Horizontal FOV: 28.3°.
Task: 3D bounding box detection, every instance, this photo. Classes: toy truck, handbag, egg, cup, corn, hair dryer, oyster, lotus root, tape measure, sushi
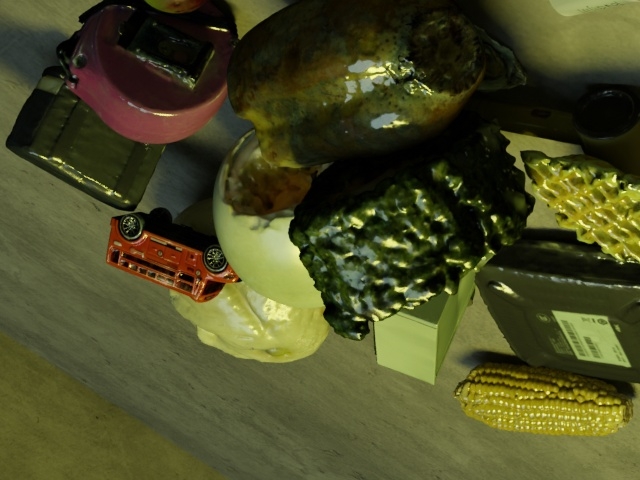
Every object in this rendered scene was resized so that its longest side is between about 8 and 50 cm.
[{"bbox_3d":[-0.232,0.028,2.141,0.253,0.114,0.107,21,-166,20],"label":"toy truck"},{"bbox_3d":[-0.387,-0.178,2.147,0.254,0.181,0.181,31,172,-27],"label":"handbag"},{"bbox_3d":[-0.019,-0.029,1.991,0.278,0.278,0.336,12,154,26],"label":"egg"},{"bbox_3d":[0.331,-0.295,1.448,0.104,0.074,0.116,8,170,-34],"label":"cup"},{"bbox_3d":[0.411,0.299,2.377,0.347,0.130,0.130,4,146,29],"label":"corn"},{"bbox_3d":[0.312,-0.150,1.715,0.279,0.090,0.135,16,155,33],"label":"hair dryer"},{"bbox_3d":[0.216,-0.245,1.678,0.098,0.037,0.100,-9,119,22],"label":"oyster"},{"bbox_3d":[0.054,-0.219,1.626,0.250,0.250,0.346,40,155,-27],"label":"lotus root"},{"bbox_3d":[-0.242,-0.266,1.817,0.245,0.231,0.149,26,154,-8],"label":"tape measure"},{"bbox_3d":[0.126,-0.039,1.668,0.294,0.352,0.178,-24,103,19],"label":"sushi"}]

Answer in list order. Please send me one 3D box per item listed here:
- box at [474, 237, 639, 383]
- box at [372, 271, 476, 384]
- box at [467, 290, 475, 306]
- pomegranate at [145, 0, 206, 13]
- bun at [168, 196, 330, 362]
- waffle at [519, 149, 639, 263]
[{"bbox_3d":[0.446,0.125,2.069,0.350,0.091,0.359,8,150,32],"label":"box"},{"bbox_3d":[0.173,0.079,2.072,0.117,0.225,0.225,19,153,14],"label":"box"},{"bbox_3d":[0.212,0.089,2.275,0.091,0.031,0.126,37,151,-21],"label":"box"},{"bbox_3d":[-0.201,-0.363,1.716,0.129,0.129,0.159,29,160,-6],"label":"pomegranate"},{"bbox_3d":[-0.152,0.088,2.319,0.365,0.219,0.365,40,164,14],"label":"bun"},{"bbox_3d":[0.377,-0.044,1.659,0.223,0.054,0.204,21,157,42],"label":"waffle"}]
